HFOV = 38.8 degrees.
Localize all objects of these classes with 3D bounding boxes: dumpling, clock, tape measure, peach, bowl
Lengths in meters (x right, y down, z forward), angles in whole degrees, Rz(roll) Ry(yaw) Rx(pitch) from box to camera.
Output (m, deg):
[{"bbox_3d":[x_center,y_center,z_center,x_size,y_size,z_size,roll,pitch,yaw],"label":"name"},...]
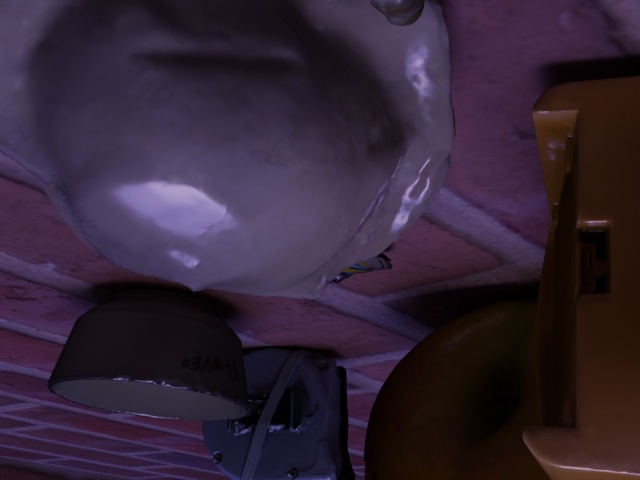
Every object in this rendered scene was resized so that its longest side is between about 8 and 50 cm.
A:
[{"bbox_3d":[-0.036,-0.069,0.422,0.193,0.147,0.258,-46,126,12],"label":"dumpling"},{"bbox_3d":[0.224,0.068,0.556,0.200,0.244,0.317,4,158,14],"label":"clock"},{"bbox_3d":[-0.053,0.223,1.111,0.181,0.182,0.107,-14,151,16],"label":"tape measure"},{"bbox_3d":[0.221,0.234,0.855,0.370,0.370,0.370,4,159,2],"label":"peach"},{"bbox_3d":[-0.173,0.119,0.962,0.211,0.112,0.211,3,158,1],"label":"bowl"}]

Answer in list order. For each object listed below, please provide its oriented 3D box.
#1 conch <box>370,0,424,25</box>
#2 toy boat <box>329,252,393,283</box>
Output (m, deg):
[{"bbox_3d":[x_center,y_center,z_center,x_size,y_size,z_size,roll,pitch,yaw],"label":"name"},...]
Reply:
[{"bbox_3d":[-0.012,-0.162,0.229,0.137,0.114,0.234,-20,114,28],"label":"conch"},{"bbox_3d":[0.000,0.000,0.695,0.084,0.066,0.210,31,-174,34],"label":"toy boat"}]
